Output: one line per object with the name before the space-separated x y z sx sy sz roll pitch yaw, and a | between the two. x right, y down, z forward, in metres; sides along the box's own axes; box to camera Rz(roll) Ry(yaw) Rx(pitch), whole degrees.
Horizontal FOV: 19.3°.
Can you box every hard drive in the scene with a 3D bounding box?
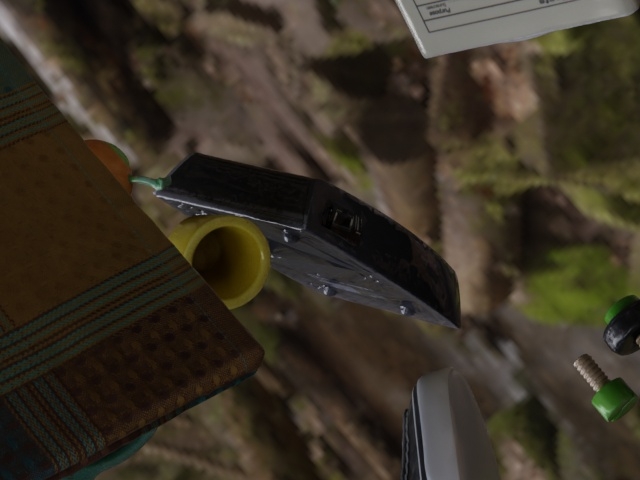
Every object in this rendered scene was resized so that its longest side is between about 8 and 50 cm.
hard drive | 0.000 0.000 1.523 0.172 0.054 0.254 13 168 36

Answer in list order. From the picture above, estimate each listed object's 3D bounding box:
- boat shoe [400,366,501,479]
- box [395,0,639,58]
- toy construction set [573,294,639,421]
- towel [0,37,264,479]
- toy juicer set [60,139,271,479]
boat shoe | 0.069 0.234 1.219 0.108 0.102 0.301 31 -129 -66
box | 0.097 -0.248 1.130 0.148 0.127 0.232 -9 125 31
toy construction set | 0.429 0.076 1.585 0.237 0.309 0.257 53 146 26
towel | -0.242 -0.005 1.142 0.370 0.271 0.040 48 140 19
toy juicer set | -0.197 0.080 1.315 0.209 0.329 0.089 39 173 -27
